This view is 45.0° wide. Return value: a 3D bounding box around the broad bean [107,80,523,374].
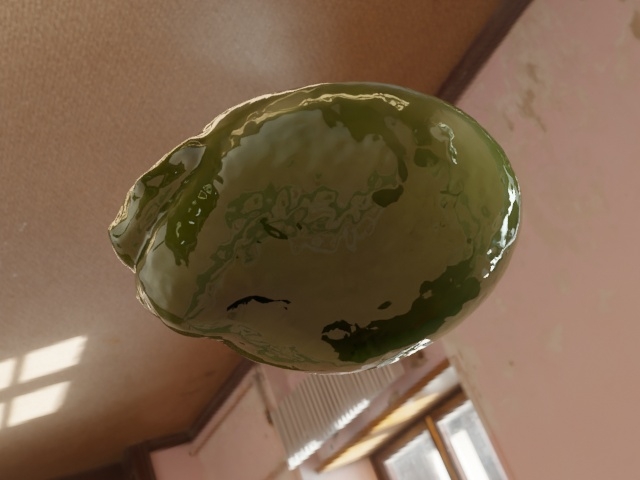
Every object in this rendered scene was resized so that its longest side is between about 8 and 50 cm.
[{"bbox_3d":[0.000,0.000,0.560,0.291,0.119,0.238,-9,124,3],"label":"broad bean"}]
